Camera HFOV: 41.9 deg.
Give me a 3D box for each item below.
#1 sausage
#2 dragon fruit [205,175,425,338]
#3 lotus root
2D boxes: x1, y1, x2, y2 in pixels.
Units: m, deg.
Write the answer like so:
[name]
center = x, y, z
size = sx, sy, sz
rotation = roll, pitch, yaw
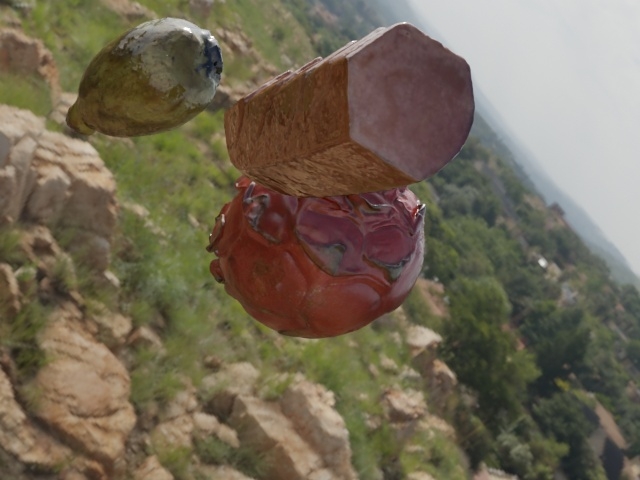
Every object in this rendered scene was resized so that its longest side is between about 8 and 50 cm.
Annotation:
[sausage]
center = -0.001, -0.053, 0.385
size = 0.065, 0.065, 0.169
rotation = 45, -16, -18
[dragon fruit]
center = 0.000, 0.000, 0.714
size = 0.172, 0.209, 0.172
rotation = 25, 50, -33
[lotus root]
center = -0.214, -0.186, 1.003
size = 0.138, 0.214, 0.138
rotation = 61, 5, -9
